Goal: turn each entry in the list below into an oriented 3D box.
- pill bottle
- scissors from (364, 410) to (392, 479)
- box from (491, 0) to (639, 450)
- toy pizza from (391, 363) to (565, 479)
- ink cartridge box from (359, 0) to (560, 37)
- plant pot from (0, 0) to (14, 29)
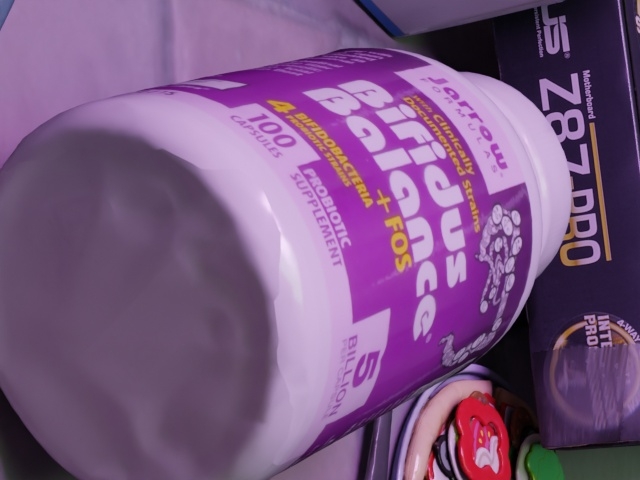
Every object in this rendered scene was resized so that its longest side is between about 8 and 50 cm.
[{"bbox_3d":[0.000,0.000,0.782,0.301,0.169,0.169,-21,99,-56],"label":"pill bottle"},{"bbox_3d":[0.027,0.180,0.909,0.109,0.021,0.297,50,42,-33],"label":"scissors"},{"bbox_3d":[0.236,-0.021,1.167,0.395,0.097,0.318,11,74,-63],"label":"box"},{"bbox_3d":[0.105,0.173,1.011,0.201,0.032,0.201,22,63,-52],"label":"toy pizza"},{"bbox_3d":[0.091,-0.295,0.972,0.198,0.197,0.270,40,51,-44],"label":"ink cartridge box"},{"bbox_3d":[-0.196,-0.107,0.538,0.165,0.165,0.234,62,29,-24],"label":"plant pot"}]
